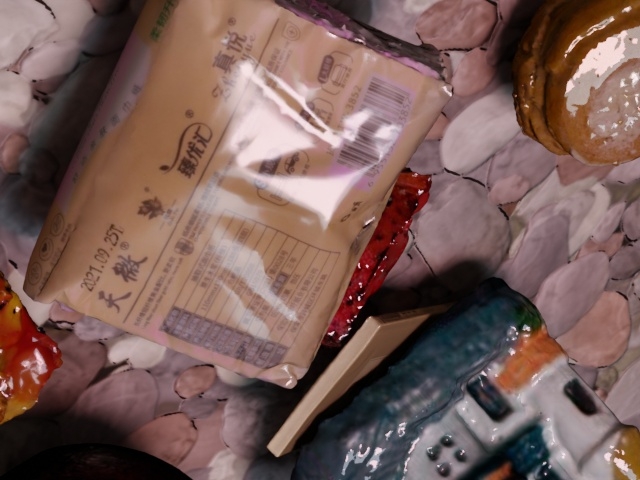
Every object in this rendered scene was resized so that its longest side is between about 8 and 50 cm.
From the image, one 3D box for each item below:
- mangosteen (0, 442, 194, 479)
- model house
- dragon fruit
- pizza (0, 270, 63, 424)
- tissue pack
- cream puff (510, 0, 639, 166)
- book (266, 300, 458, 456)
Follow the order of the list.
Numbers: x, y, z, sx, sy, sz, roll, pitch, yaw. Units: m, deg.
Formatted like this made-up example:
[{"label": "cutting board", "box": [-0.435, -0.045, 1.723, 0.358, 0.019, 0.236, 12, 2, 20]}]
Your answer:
[{"label": "mangosteen", "box": [-0.211, 0.293, 1.414, 0.347, 0.307, 0.307, 11, 124, -4]}, {"label": "model house", "box": [0.150, 0.218, 1.523, 0.253, 0.291, 0.184, -36, 163, -28]}, {"label": "dragon fruit", "box": [0.000, 0.000, 1.437, 0.127, 0.120, 0.161, 33, 83, -5]}, {"label": "pizza", "box": [-0.354, 0.012, 1.184, 0.440, 0.130, 0.406, -7, 131, -28]}, {"label": "tissue pack", "box": [-0.053, -0.044, 1.277, 0.215, 0.123, 0.256, 22, 102, -17]}, {"label": "cream puff", "box": [0.216, -0.135, 1.425, 0.165, 0.115, 0.150, -22, 128, -2]}, {"label": "book", "box": [0.041, 0.107, 1.527, 0.138, 0.016, 0.199, -52, 162, 17]}]
